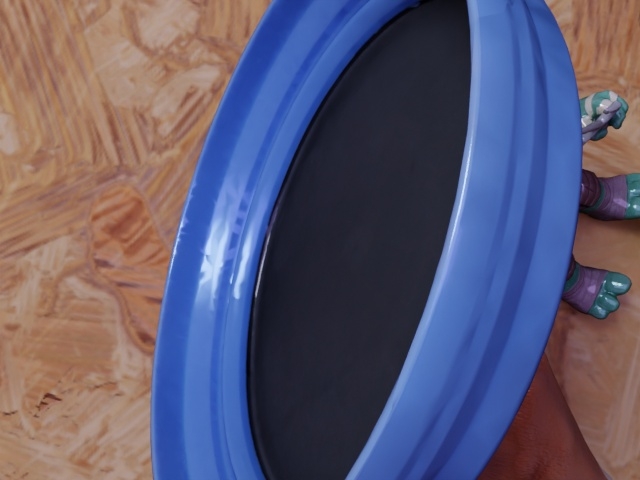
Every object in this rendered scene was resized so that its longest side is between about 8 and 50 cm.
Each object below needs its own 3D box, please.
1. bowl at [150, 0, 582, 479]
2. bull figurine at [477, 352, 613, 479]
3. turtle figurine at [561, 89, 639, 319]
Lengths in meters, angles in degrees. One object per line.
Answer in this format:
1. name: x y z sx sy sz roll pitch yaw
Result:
1. bowl: 0.000 0.000 0.494 0.077 0.391 0.391 17 85 -24
2. bull figurine: 0.128 0.188 0.560 0.188 0.101 0.310 -28 116 8
3. turtle figurine: 0.143 -0.027 0.568 0.118 0.234 0.175 39 104 46
